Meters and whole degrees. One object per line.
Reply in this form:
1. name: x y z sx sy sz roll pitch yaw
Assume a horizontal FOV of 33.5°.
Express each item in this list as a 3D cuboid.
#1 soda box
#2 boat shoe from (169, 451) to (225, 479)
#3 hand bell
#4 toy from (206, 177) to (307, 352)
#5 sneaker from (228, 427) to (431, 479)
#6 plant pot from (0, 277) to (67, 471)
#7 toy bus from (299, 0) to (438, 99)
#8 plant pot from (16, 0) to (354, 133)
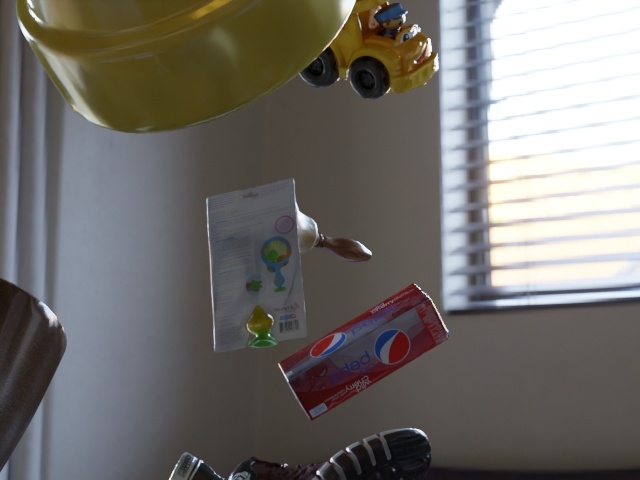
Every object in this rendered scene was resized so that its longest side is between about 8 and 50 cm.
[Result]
1. soda box: 0.069 0.177 1.710 0.263 0.083 0.092 -30 18 -4
2. boat shoe: -0.168 0.337 1.287 0.070 0.078 0.219 29 -41 0
3. hand bell: 0.000 0.000 1.820 0.126 0.126 0.242 -12 -20 43
4. toy: -0.086 0.040 1.513 0.137 0.237 0.056 -11 -25 15
5. sneaker: -0.013 0.286 1.301 0.281 0.106 0.162 -24 26 -27
6. plant pot: -0.372 0.172 0.997 0.215 0.230 0.215 5 -36 4
7. toy bus: 0.066 -0.345 1.634 0.220 0.211 0.149 19 36 28
8. plant pot: -0.127 -0.246 0.755 0.254 0.254 0.239 -5 -42 21
